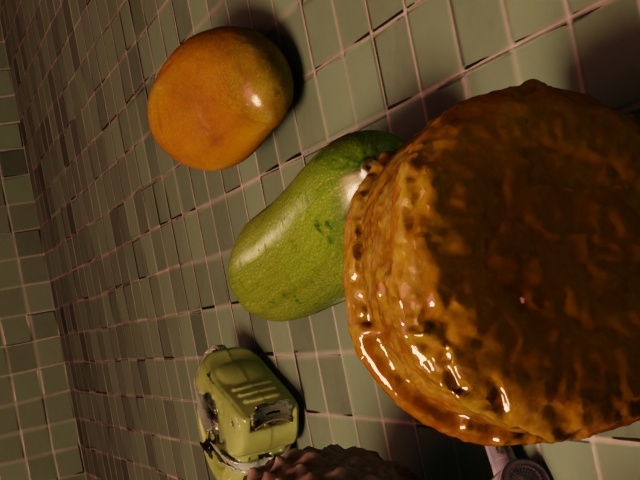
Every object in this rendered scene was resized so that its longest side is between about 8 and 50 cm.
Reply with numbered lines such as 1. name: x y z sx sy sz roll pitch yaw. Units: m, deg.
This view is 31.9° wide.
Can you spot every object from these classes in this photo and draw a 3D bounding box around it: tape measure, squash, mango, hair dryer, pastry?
1. tape measure: -0.088 0.199 1.229 0.177 0.087 0.154 -135 40 -57
2. squash: 0.000 0.000 0.905 0.395 0.107 0.107 140 117 -67
3. mango: -0.094 -0.140 1.088 0.227 0.099 0.136 -9 87 59
4. hair dryer: 0.121 0.145 0.784 0.063 0.037 0.114 113 148 -55
5. pastry: 0.104 0.015 0.576 0.103 0.188 0.189 131 125 -65

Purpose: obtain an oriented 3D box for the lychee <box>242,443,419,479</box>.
1. lychee: 0.004 0.299 0.823 0.300 0.300 0.300 170 90 -67
